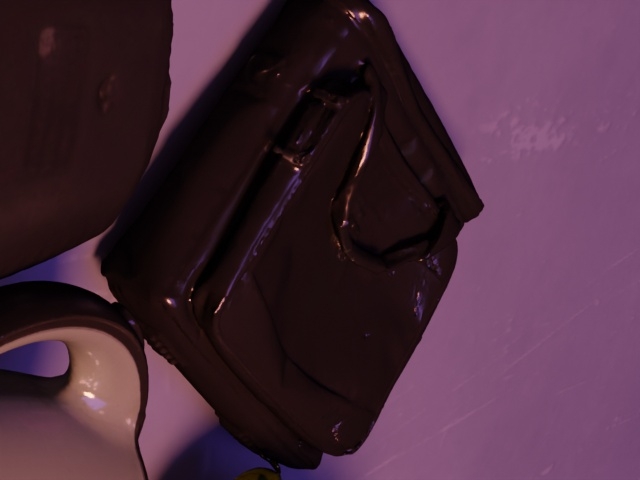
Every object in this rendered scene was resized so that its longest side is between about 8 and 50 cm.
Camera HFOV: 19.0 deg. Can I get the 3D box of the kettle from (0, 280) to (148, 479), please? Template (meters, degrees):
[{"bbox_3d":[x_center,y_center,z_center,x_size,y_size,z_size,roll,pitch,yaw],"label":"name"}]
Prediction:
[{"bbox_3d":[-0.182,0.115,0.914,0.236,0.161,0.221,5,119,-57],"label":"kettle"}]

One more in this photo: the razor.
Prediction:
[{"bbox_3d":[-0.198,-0.066,0.821,0.349,0.113,0.204,-14,119,-49],"label":"razor"}]

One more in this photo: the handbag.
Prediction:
[{"bbox_3d":[0.000,0.000,1.171,0.244,0.088,0.275,-58,146,-16],"label":"handbag"}]

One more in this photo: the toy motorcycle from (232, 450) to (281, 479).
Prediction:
[{"bbox_3d":[-0.013,0.253,1.242,0.142,0.206,0.342,-48,159,-11],"label":"toy motorcycle"}]
